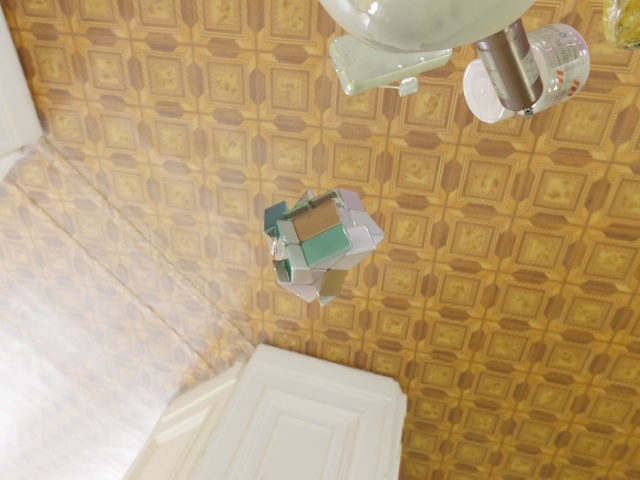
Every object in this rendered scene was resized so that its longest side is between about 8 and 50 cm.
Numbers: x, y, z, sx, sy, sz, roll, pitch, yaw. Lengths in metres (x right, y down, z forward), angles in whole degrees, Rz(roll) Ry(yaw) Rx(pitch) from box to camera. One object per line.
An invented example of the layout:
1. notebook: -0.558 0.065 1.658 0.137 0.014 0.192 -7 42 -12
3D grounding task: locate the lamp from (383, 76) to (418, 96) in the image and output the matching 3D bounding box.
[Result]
1. lamp: 0.168 -0.416 1.250 0.198 0.056 0.050 31 142 46

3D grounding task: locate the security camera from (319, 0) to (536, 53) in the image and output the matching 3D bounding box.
1. security camera: 0.076 -0.246 0.309 0.194 0.194 0.236 9 82 11

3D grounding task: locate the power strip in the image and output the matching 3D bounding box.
1. power strip: 0.150 -0.398 0.990 0.270 0.046 0.118 -21 83 -8

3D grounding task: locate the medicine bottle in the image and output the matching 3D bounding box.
1. medicine bottle: 0.656 -0.533 1.521 0.324 0.256 0.256 -22 117 -14

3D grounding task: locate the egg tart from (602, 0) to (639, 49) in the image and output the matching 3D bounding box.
1. egg tart: 0.884 -0.678 1.151 0.178 0.443 0.443 40 132 38

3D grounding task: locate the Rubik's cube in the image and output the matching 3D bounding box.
1. Rubik's cube: 0.000 0.000 1.544 0.368 0.358 0.387 4 143 -41

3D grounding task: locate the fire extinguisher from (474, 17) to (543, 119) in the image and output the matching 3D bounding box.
1. fire extinguisher: 0.309 -0.279 0.758 0.071 0.099 0.231 -16 142 32
